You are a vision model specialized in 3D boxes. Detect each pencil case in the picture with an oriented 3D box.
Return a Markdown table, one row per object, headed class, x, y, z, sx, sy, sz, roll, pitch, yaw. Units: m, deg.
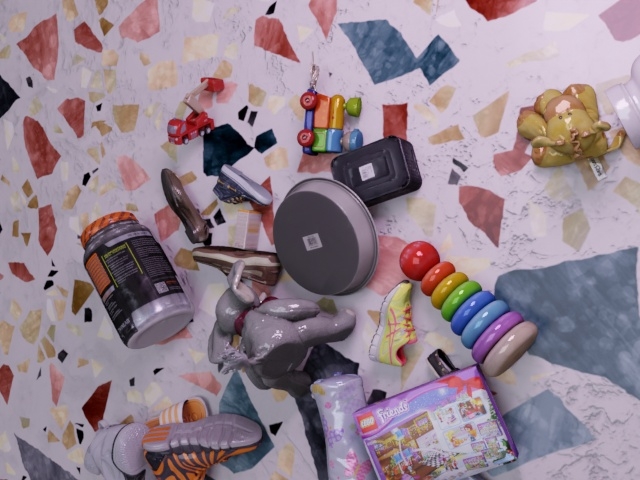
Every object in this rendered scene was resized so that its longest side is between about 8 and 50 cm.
| class | x | y | z | sx | sy | sz | roll | pitch | yaw |
| --- | --- | --- | --- | --- | --- | --- | --- | --- | --- |
| pencil case | 0.058 | 0.443 | 1.515 | 0.124 | 0.113 | 0.273 | -11 | 85 | -1 |

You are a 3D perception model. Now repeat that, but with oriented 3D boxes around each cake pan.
| class | x | y | z | sx | sy | sz | roll | pitch | yaw |
| --- | --- | --- | --- | --- | --- | --- | --- | --- | --- |
| cake pan | 0.000 | 0.000 | 1.540 | 0.293 | 0.054 | 0.293 | 15 | 115 | 34 |

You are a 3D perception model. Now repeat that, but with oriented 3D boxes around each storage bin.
| class | x | y | z | sx | sy | sz | roll | pitch | yaw |
| --- | --- | --- | --- | --- | --- | --- | --- | --- | --- |
| storage bin | 0.126 | -0.153 | 1.511 | 0.180 | 0.084 | 0.122 | -18 | 81 | 26 |

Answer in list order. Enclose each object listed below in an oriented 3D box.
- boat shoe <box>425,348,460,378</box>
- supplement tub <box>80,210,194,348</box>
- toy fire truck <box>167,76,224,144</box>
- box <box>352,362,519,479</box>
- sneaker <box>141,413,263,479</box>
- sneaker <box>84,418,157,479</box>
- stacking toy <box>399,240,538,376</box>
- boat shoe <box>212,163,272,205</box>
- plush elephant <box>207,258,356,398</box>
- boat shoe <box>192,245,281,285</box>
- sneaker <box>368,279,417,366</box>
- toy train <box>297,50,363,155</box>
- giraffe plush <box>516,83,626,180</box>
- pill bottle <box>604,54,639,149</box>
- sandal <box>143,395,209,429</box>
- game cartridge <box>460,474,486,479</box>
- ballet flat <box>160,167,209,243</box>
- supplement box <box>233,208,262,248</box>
| class | x | y | z | sx | sy | sz | roll | pitch | yaw |
| --- | --- | --- | --- | --- | --- | --- | --- | --- | --- |
| boat shoe | 0.284 | 0.294 | 1.434 | 0.133 | 0.048 | 0.042 | 52 | 120 | 24 |
| supplement tub | -0.500 | 0.102 | 1.780 | 0.207 | 0.207 | 0.338 | -40 | 71 | 22 |
| toy fire truck | -0.327 | -0.342 | 1.733 | 0.047 | 0.192 | 0.135 | 18 | 126 | 29 |
| box | 0.237 | 0.405 | 1.391 | 0.293 | 0.057 | 0.201 | -25 | 80 | 17 |
| sneaker | -0.292 | 0.561 | 1.719 | 0.320 | 0.125 | 0.180 | -7 | 111 | 12 |
| sneaker | -0.535 | 0.666 | 1.835 | 0.210 | 0.137 | 0.366 | 0 | 101 | 42 |
| stacking toy | 0.289 | 0.127 | 1.397 | 0.330 | 0.141 | 0.141 | 45 | 109 | 27 |
| boat shoe | -0.201 | -0.118 | 1.705 | 0.183 | 0.065 | 0.083 | 37 | 108 | 31 |
| plush elephant | -0.139 | 0.201 | 1.562 | 0.255 | 0.329 | 0.272 | 53 | 123 | 41 |
| boat shoe | -0.222 | 0.070 | 1.694 | 0.257 | 0.095 | 0.095 | 7 | 98 | 28 |
| sneaker | 0.181 | 0.189 | 1.481 | 0.094 | 0.081 | 0.209 | 22 | 110 | 27 |
| toy train | 0.034 | -0.324 | 1.561 | 0.143 | 0.105 | 0.248 | 5 | 91 | 18 |
| giraffe plush | 0.474 | -0.212 | 1.271 | 0.181 | 0.170 | 0.210 | -45 | 70 | 20 |
| pill bottle | 0.681 | -0.289 | 1.153 | 0.322 | 0.181 | 0.182 | -28 | 76 | 26 |
| sandal | -0.414 | 0.510 | 1.798 | 0.265 | 0.076 | 0.102 | -30 | 76 | 25 |
| game cartridge | 0.234 | 0.600 | 1.456 | 0.198 | 0.062 | 0.297 | 37 | 106 | 29 |
| ballet flat | -0.368 | -0.097 | 1.802 | 0.250 | 0.058 | 0.084 | 57 | 149 | 23 |
| supplement box | -0.186 | -0.028 | 1.691 | 0.036 | 0.062 | 0.099 | 9 | 93 | 28 |
